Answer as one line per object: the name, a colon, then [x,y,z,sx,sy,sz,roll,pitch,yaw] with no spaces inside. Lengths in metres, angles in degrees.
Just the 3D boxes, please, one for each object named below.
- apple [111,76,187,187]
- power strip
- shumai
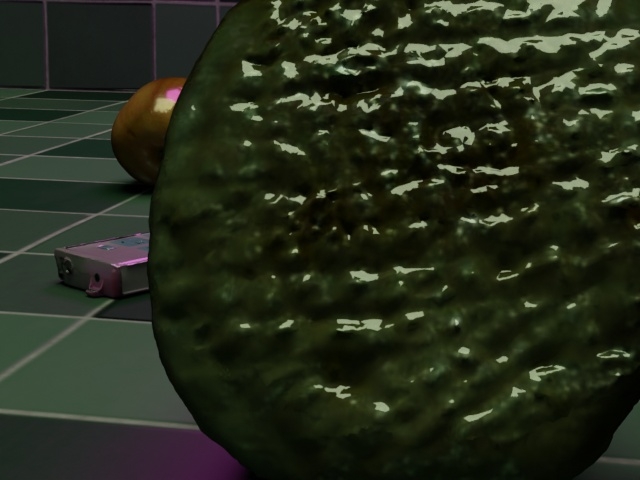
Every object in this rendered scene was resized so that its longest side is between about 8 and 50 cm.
apple: [-0.226,-0.160,1.859,0.199,0.199,0.199,1,12,0]
power strip: [-0.156,0.014,1.336,0.109,0.037,0.279,12,16,40]
shumai: [0.069,0.001,0.851,0.324,0.397,0.323,6,-15,6]
